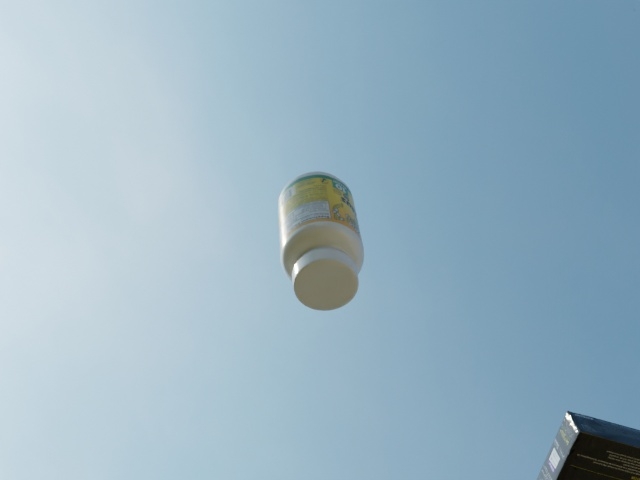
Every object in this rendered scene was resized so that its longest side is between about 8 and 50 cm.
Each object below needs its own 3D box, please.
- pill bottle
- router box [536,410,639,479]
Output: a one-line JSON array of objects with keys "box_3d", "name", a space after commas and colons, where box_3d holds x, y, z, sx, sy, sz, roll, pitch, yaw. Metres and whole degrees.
[{"box_3d": [0.000, 0.000, 1.041, 0.117, 0.208, 0.118, -2, -55, -3], "name": "pill bottle"}, {"box_3d": [0.323, 0.266, 0.767, 0.178, 0.046, 0.133, 16, -73, -4], "name": "router box"}]
